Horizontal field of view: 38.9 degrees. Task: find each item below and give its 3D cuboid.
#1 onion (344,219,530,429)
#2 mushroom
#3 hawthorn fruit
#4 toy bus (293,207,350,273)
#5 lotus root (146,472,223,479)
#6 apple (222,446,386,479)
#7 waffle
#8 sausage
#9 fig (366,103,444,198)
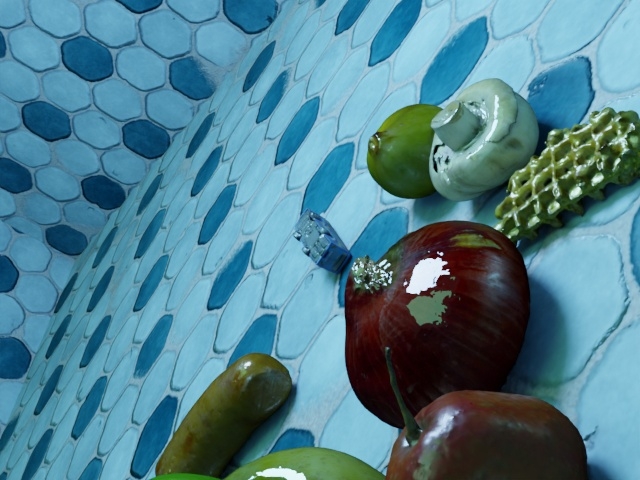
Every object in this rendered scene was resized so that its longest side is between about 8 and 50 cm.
[{"bbox_3d":[0.113,0.086,0.947,0.248,0.161,0.248,-172,90,-67],"label":"onion"},{"bbox_3d":[0.186,-0.121,1.091,0.154,0.122,0.154,-40,35,36],"label":"mushroom"},{"bbox_3d":[0.113,0.184,0.722,0.163,0.203,0.163,-51,20,27],"label":"hawthorn fruit"},{"bbox_3d":[0.000,0.000,1.427,0.051,0.061,0.153,-53,23,10],"label":"toy bus"},{"bbox_3d":[-0.197,0.368,1.161,0.186,0.186,0.186,-47,24,28],"label":"lotus root"},{"bbox_3d":[-0.014,0.300,0.794,0.260,0.194,0.261,-18,24,8],"label":"apple"},{"bbox_3d":[0.261,-0.063,0.947,0.161,0.046,0.192,-61,21,-12],"label":"waffle"},{"bbox_3d":[-0.141,0.268,1.335,0.270,0.109,0.109,-51,22,21],"label":"sausage"},{"bbox_3d":[0.129,-0.120,1.229,0.136,0.120,0.153,-59,-3,16],"label":"fig"}]
